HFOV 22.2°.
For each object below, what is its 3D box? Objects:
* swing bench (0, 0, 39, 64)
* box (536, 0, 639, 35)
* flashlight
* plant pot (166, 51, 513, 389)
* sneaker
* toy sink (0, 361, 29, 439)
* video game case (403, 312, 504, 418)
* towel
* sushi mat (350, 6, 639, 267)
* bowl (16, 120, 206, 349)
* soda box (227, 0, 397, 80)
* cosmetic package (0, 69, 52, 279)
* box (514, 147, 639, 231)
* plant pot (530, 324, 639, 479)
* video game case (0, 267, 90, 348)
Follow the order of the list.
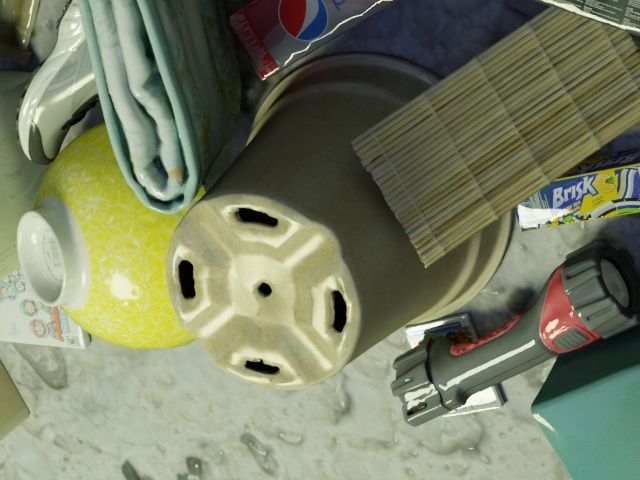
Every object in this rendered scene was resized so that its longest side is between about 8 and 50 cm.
[{"bbox_3d":[-0.408,-0.285,1.855,0.165,0.254,0.253,17,121,-5],"label":"swing bench"},{"bbox_3d":[0.297,-0.251,1.563,0.191,0.184,0.045,23,120,17],"label":"box"},{"bbox_3d":[0.213,0.103,1.818,0.304,0.103,0.103,-29,83,35],"label":"flashlight"},{"bbox_3d":[0.000,0.000,1.757,0.334,0.305,0.333,11,117,23],"label":"plant pot"},{"bbox_3d":[-0.276,-0.192,1.930,0.108,0.100,0.271,33,118,1],"label":"sneaker"},{"bbox_3d":[-0.550,0.249,2.247,0.234,0.153,0.131,-21,101,34],"label":"toy sink"},{"bbox_3d":[0.157,0.148,1.923,0.087,0.011,0.122,-14,105,32],"label":"video game case"},{"bbox_3d":[-0.165,-0.249,1.723,0.090,0.320,0.374,-7,109,12],"label":"towel"},{"bbox_3d":[0.195,-0.122,1.651,0.316,0.019,0.151,-34,95,-8],"label":"sushi mat"},{"bbox_3d":[-0.261,0.004,1.916,0.289,0.156,0.289,24,120,48],"label":"bowl"},{"bbox_3d":[0.029,-0.273,1.745,0.263,0.092,0.083,-27,99,33],"label":"soda box"},{"bbox_3d":[-0.437,-0.072,1.996,0.138,0.224,0.224,4,114,26],"label":"cosmetic package"},{"bbox_3d":[0.291,-0.056,1.731,0.169,0.059,0.054,-10,109,30],"label":"box"},{"bbox_3d":[0.380,0.170,1.733,0.234,0.165,0.165,-28,98,28],"label":"plant pot"},{"bbox_3d":[-0.379,0.065,2.154,0.143,0.019,0.157,3,114,26],"label":"video game case"}]
